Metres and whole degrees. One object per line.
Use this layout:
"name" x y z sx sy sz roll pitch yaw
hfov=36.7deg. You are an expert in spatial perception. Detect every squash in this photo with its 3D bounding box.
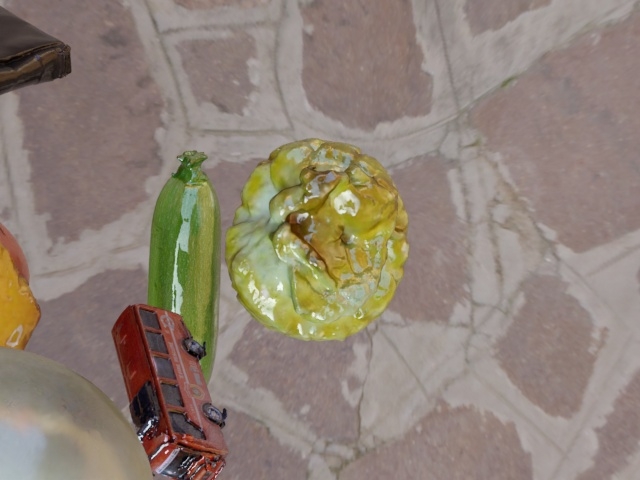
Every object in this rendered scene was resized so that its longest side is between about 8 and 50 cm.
"squash" -0.195 0.067 1.376 0.107 0.107 0.394 7 108 2

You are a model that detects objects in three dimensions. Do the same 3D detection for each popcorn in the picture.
"popcorn" 0.000 0.000 1.057 0.204 0.184 0.221 8 85 -30

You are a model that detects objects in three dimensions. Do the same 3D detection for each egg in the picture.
"egg" -0.152 0.115 0.479 0.152 0.114 0.114 38 94 5

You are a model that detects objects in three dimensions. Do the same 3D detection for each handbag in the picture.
"handbag" -0.467 -0.238 1.202 0.247 0.223 0.080 32 127 23

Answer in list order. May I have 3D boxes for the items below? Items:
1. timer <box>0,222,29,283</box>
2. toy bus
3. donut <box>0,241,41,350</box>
"timer" -0.479 0.058 1.170 0.215 0.230 0.229 19 95 -39
"toy bus" -0.172 0.171 1.087 0.096 0.234 0.073 21 117 -34
"donut" -0.474 0.027 0.886 0.377 0.163 0.435 -45 50 -1
